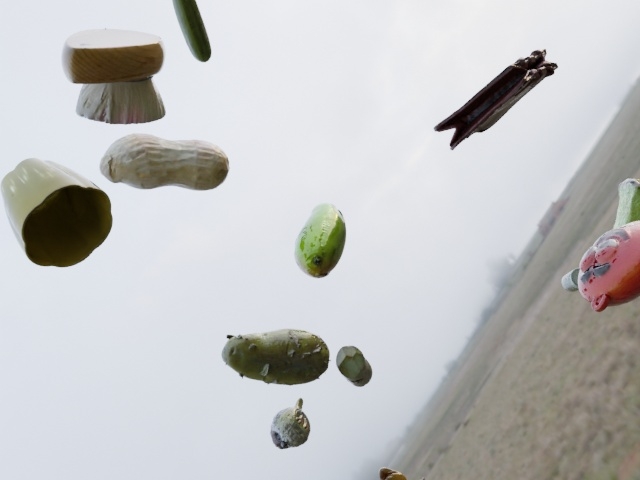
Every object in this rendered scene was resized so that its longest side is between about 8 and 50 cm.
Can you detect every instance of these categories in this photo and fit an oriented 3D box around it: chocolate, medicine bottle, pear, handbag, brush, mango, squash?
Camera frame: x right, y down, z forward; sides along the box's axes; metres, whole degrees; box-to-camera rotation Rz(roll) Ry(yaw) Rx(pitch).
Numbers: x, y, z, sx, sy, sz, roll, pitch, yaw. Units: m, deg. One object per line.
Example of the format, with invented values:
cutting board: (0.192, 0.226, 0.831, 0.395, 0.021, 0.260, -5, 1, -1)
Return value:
chocolate: (-0.367, -0.186, 1.813, 0.309, 0.134, 0.134, -1, -42, -20)
medicine bottle: (0.603, 0.094, 1.796, 0.047, 0.047, 0.083, -54, -9, -8)
pear: (0.871, -0.016, 1.954, 0.164, 0.238, 0.256, -69, -11, -85)
handbag: (0.427, -0.346, 1.849, 0.275, 0.084, 0.260, -40, -6, 37)
brush: (-0.404, -0.304, 1.445, 0.267, 0.174, 0.166, -49, -31, -65)
mango: (0.000, 0.000, 1.720, 0.125, 0.111, 0.233, -46, 21, 27)
squash: (-0.342, -0.583, 1.995, 0.066, 0.066, 0.252, -47, -41, -32)

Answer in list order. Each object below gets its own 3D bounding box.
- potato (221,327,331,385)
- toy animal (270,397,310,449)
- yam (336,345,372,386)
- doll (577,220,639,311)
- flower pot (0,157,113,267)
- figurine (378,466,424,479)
potato: (-0.088, 0.233, 1.530, 0.090, 0.225, 0.118, -166, 83, -75)
toy animal: (-0.075, 0.444, 1.837, 0.137, 0.098, 0.098, -90, 24, -60)
yam: (0.077, 0.291, 1.742, 0.070, 0.069, 0.146, -53, -26, -11)
doll: (0.406, 0.017, 0.996, 0.217, 0.085, 0.183, -38, -3, -20)
flower pot: (-0.545, -0.070, 1.530, 0.195, 0.179, 0.195, -31, -37, -28)
figurine: (0.202, 0.603, 1.783, 0.121, 0.122, 0.176, -41, 25, -7)
